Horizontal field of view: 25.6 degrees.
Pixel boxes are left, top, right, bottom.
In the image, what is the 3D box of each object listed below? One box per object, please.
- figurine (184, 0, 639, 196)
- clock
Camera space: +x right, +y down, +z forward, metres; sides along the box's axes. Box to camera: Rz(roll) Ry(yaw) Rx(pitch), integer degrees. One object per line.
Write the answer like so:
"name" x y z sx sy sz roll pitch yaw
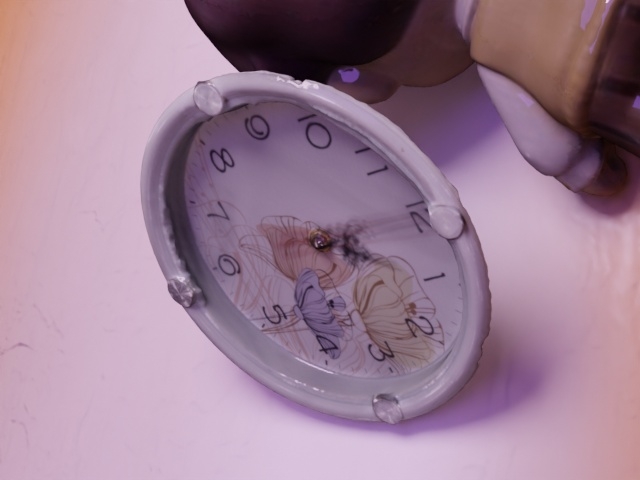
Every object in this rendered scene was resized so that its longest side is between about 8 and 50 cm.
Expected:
"figurine" 0.091 -0.156 0.825 0.365 0.206 0.218 23 115 14
"clock" 0.000 0.000 0.826 0.236 0.053 0.236 18 129 24
